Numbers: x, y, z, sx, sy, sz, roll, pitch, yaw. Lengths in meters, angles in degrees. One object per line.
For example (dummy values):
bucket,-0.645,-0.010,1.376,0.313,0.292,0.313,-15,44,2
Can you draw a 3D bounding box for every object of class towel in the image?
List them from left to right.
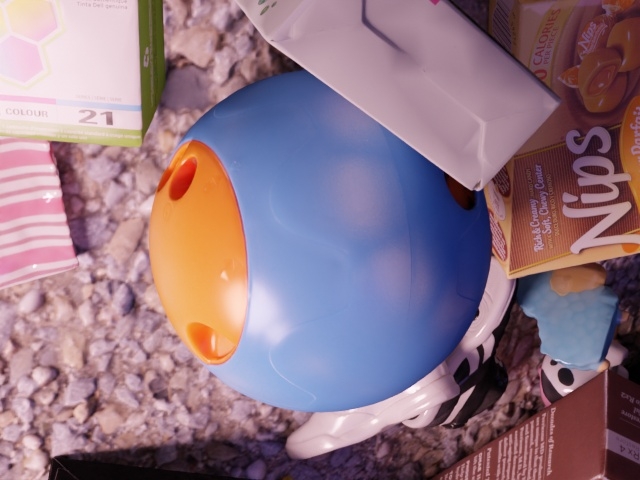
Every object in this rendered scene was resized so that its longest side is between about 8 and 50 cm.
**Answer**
towel,-0.286,-0.030,1.131,0.144,0.029,0.197,-17,130,-16

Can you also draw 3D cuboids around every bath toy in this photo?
bath toy,0.290,0.172,1.534,0.151,0.129,0.348,-58,149,-33

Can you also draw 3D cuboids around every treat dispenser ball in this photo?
treat dispenser ball,0.000,0.000,1.131,0.288,0.288,0.288,-15,130,-18

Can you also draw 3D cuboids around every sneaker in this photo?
sneaker,0.043,0.162,1.430,0.212,0.094,0.080,-29,171,25
sneaker,0.171,0.110,1.462,0.121,0.079,0.217,7,122,-44

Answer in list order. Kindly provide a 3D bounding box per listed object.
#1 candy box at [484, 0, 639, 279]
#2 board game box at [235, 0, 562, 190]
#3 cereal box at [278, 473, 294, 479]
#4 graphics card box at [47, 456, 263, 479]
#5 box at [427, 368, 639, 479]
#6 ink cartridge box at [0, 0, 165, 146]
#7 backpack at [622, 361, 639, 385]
candy box,0.258,-0.121,1.300,0.183,0.087,0.316,-11,130,-9
board game box,0.011,-0.191,0.980,0.097,0.303,0.224,-48,132,11
cereal box,0.023,0.394,1.523,0.047,0.173,0.240,-32,132,-3
graphics card box,-0.191,0.403,1.423,0.233,0.094,0.371,9,121,-8
box,0.258,0.303,1.470,0.191,0.143,0.381,28,140,-19
ink cartridge box,-0.212,-0.205,0.946,0.189,0.097,0.255,5,126,2
backpack,0.507,0.181,1.542,0.276,0.263,0.213,-33,90,-3
